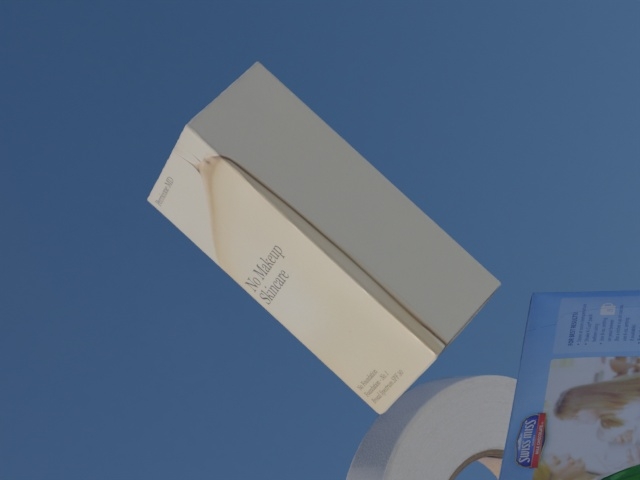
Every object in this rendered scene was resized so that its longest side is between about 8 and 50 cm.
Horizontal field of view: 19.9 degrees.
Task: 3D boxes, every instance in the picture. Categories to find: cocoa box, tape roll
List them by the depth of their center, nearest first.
[{"bbox_3d":[0.313,0.241,1.807,0.347,0.231,0.228,-73,-26,-46],"label":"cocoa box"},{"bbox_3d":[0.187,0.354,2.188,0.392,0.072,0.392,5,-98,-39],"label":"tape roll"}]

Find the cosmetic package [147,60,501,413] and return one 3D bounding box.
[{"bbox_3d":[0.000,0.000,1.709,0.113,0.309,0.160,-46,-6,-32],"label":"cosmetic package"}]

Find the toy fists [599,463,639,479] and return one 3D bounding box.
[{"bbox_3d":[0.250,0.285,1.443,0.096,0.142,0.279,49,-141,-18],"label":"toy fists"}]
